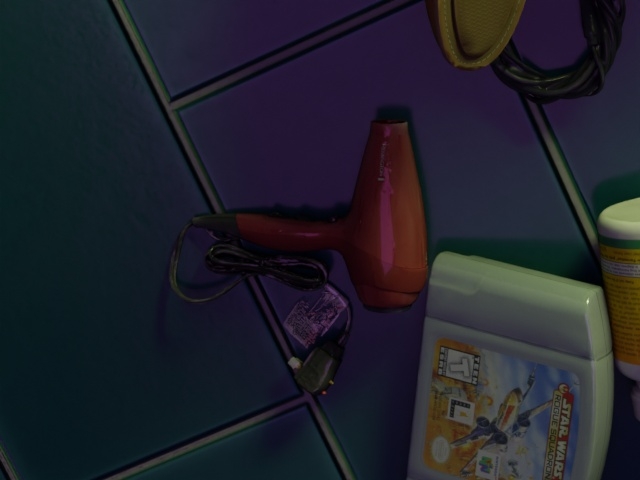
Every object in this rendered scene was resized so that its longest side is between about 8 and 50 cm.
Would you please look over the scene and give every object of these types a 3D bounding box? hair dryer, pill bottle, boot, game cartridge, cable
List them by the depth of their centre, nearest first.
[{"bbox_3d":[0.078,-0.303,1.640,0.109,0.220,0.283,-23,113,-27],"label":"boot"},{"bbox_3d":[0.217,-0.219,1.735,0.150,0.047,0.184,-40,95,9],"label":"cable"},{"bbox_3d":[0.337,0.068,1.753,0.117,0.117,0.208,-7,103,8],"label":"pill bottle"},{"bbox_3d":[0.000,0.000,1.792,0.223,0.080,0.293,40,105,-4],"label":"hair dryer"},{"bbox_3d":[0.189,0.173,1.792,0.198,0.062,0.297,15,109,31],"label":"game cartridge"}]
